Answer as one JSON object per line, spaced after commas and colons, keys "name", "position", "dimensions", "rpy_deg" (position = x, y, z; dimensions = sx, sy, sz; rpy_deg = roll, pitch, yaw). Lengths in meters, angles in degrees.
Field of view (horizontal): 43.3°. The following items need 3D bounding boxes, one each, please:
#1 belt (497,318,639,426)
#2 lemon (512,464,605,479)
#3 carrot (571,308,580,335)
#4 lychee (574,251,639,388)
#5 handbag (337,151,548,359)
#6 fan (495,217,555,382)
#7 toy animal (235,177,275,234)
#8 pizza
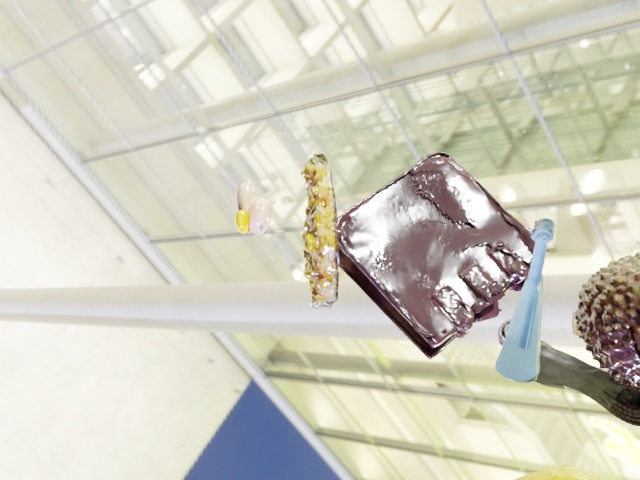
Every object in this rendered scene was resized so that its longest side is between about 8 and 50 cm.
{"name": "belt", "position": [0.339, 0.181, 1.073], "dimensions": [0.071, 0.232, 0.053], "rpy_deg": [-64, -24, -3]}
{"name": "lemon", "position": [0.298, 0.378, 0.992], "dimensions": [0.192, 0.231, 0.192], "rpy_deg": [-17, -90, -80]}
{"name": "carrot", "position": [0.598, 0.143, 1.482], "dimensions": [0.070, 0.260, 0.070], "rpy_deg": [-7, -90, -82]}
{"name": "lychee", "position": [0.403, 0.093, 0.980], "dimensions": [0.188, 0.188, 0.188], "rpy_deg": [4, -95, -43]}
{"name": "handbag", "position": [0.146, 0.015, 1.014], "dimensions": [0.203, 0.074, 0.216], "rpy_deg": [-38, -109, -18]}
{"name": "fan", "position": [0.164, 0.054, 0.639], "dimensions": [0.193, 0.038, 0.016], "rpy_deg": [84, -160, -46]}
{"name": "toy animal", "position": [-0.128, -0.062, 1.641], "dimensions": [0.091, 0.082, 0.114], "rpy_deg": [70, -163, -66]}
{"name": "pizza", "position": [0.000, 0.000, 0.902], "dimensions": [0.041, 0.131, 0.178], "rpy_deg": [-2, -71, -2]}
